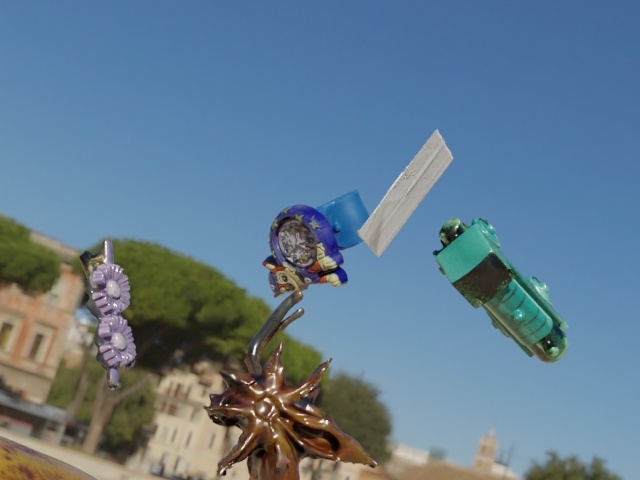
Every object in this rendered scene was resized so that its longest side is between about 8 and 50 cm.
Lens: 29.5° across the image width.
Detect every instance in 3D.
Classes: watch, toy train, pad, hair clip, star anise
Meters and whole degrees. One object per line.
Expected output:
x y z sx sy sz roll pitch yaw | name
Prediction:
0.003 -0.007 2.343 0.196 0.171 0.200 -10 14 41 | watch
0.314 0.092 2.082 0.298 0.120 0.194 45 11 -25 | toy train
0.153 -0.081 2.140 0.004 0.232 0.156 36 -4 24 | pad
-0.401 0.138 2.282 0.084 0.292 0.106 -18 -16 22 | hair clip
-0.045 0.216 1.611 0.237 0.346 0.148 9 -35 -15 | star anise

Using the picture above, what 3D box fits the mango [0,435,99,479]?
-0.327 0.305 1.188 0.378 0.221 0.264 17 22 -51 | mango
